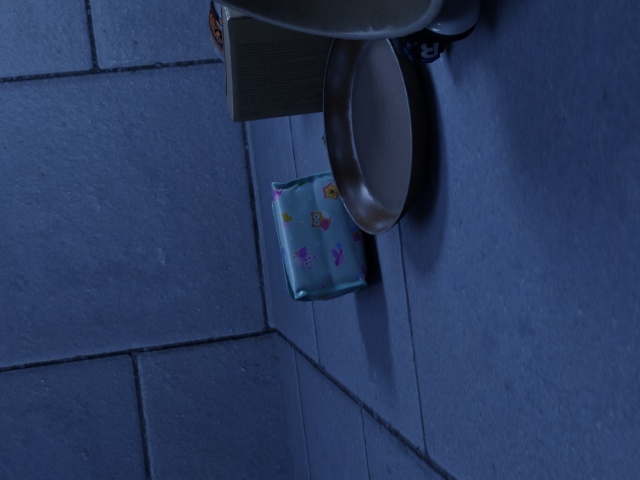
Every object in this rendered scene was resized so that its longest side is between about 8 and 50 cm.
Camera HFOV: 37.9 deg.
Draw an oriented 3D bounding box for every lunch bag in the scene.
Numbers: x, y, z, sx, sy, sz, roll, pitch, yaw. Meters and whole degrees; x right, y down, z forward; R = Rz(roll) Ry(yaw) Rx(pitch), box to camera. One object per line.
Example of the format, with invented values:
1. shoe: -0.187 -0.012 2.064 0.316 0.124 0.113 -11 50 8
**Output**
1. lunch bag: 0.000 0.000 1.739 0.262 0.160 0.223 64 -165 -85

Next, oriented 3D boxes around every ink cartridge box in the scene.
1. ink cartridge box: -0.033 -0.294 1.448 0.088 0.235 0.193 -108 15 -44

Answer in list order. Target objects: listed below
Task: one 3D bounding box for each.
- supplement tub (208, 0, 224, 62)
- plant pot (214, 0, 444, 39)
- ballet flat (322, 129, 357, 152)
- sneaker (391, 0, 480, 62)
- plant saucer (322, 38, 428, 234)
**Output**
1. supplement tub: -0.128 -0.487 1.954 0.338 0.207 0.207 148 114 -79
2. plant pot: 0.001 -0.410 0.914 0.334 0.334 0.305 144 144 -79
3. ballet flat: 0.054 -0.157 1.570 0.079 0.077 0.221 65 175 -17
4. sneaker: 0.130 -0.245 1.058 0.217 0.079 0.121 -116 7 -52
5. plant saucer: 0.080 -0.164 1.331 0.310 0.050 0.310 171 90 -71
